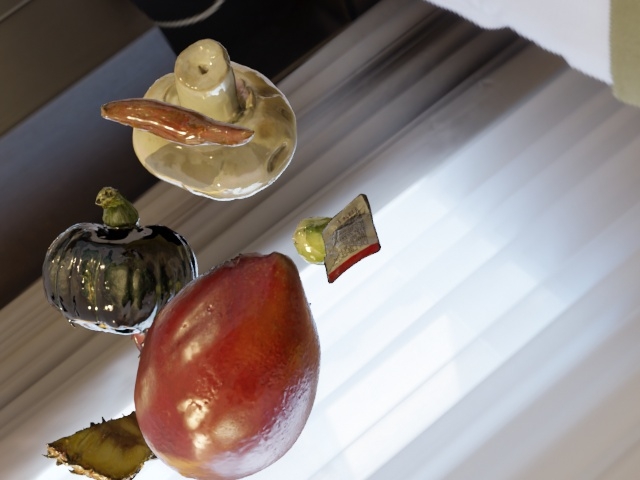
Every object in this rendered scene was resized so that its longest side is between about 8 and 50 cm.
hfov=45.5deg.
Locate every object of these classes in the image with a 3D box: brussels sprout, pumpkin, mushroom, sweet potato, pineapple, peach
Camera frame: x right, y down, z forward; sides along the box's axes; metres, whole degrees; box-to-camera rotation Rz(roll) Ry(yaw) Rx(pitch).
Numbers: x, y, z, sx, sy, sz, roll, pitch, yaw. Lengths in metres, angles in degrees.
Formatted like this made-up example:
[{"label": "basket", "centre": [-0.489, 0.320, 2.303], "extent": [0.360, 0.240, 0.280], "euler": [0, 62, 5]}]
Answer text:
[{"label": "brussels sprout", "centre": [0.000, -0.001, 2.081], "extent": [0.155, 0.155, 0.117], "euler": [54, -149, -21]}, {"label": "pumpkin", "centre": [-0.379, 0.037, 1.469], "extent": [0.296, 0.296, 0.296], "euler": [51, 173, 9]}, {"label": "mushroom", "centre": [-0.242, -0.244, 1.659], "extent": [0.353, 0.325, 0.353], "euler": [46, -166, -15]}, {"label": "sweet potato", "centre": [-0.219, -0.185, 1.212], "extent": [0.256, 0.058, 0.078], "euler": [13, 171, 9]}, {"label": "pineapple", "centre": [-0.471, 0.504, 1.794], "extent": [0.158, 0.335, 0.161], "euler": [51, 131, 18]}, {"label": "peach", "centre": [-0.109, 0.190, 1.023], "extent": [0.258, 0.361, 0.201], "euler": [12, -142, -24]}]

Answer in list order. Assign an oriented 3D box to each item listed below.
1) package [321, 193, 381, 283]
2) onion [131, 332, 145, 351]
[{"label": "package", "centre": [0.064, -0.006, 1.800], "extent": [0.030, 0.154, 0.239], "euler": [43, -159, -26]}, {"label": "onion", "centre": [-0.378, 0.227, 2.085], "extent": [0.276, 0.276, 0.276], "euler": [51, 173, 9]}]
